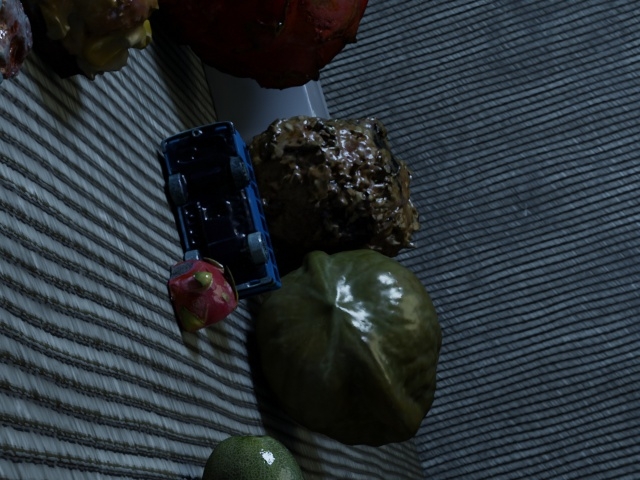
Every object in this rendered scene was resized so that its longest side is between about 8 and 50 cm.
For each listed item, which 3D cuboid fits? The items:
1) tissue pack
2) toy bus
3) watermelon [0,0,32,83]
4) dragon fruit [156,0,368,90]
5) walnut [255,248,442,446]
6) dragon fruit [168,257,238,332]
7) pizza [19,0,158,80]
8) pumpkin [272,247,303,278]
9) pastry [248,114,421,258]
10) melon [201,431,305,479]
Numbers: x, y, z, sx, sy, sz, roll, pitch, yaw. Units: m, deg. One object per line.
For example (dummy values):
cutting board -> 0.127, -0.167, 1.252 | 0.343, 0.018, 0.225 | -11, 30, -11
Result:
tissue pack -> -0.069, -0.200, 1.904 | 0.246, 0.135, 0.160 | 40, 34, -78
toy bus -> -0.108, -0.027, 1.387 | 0.106, 0.090, 0.185 | 42, 34, -78
watermelon -> -0.232, -0.171, 0.865 | 0.139, 0.071, 0.187 | 68, 7, -65
dragon fruit -> -0.079, -0.340, 1.589 | 0.302, 0.295, 0.296 | 50, 22, -47
walnut -> 0.040, 0.138, 1.573 | 0.283, 0.227, 0.283 | 64, -2, 4
dragon fruit -> -0.115, 0.047, 1.265 | 0.083, 0.060, 0.056 | -86, 161, -66
pizza -> -0.220, -0.278, 1.067 | 0.409, 0.114, 0.278 | 36, 32, -74
pumpkin -> 0.000, 0.000, 1.873 | 0.224, 0.157, 0.224 | 49, 22, -28
pastry -> 0.004, -0.075, 1.647 | 0.275, 0.274, 0.193 | 49, 55, -73
melon -> -0.054, 0.249, 1.106 | 0.099, 0.099, 0.162 | 36, 43, -78
